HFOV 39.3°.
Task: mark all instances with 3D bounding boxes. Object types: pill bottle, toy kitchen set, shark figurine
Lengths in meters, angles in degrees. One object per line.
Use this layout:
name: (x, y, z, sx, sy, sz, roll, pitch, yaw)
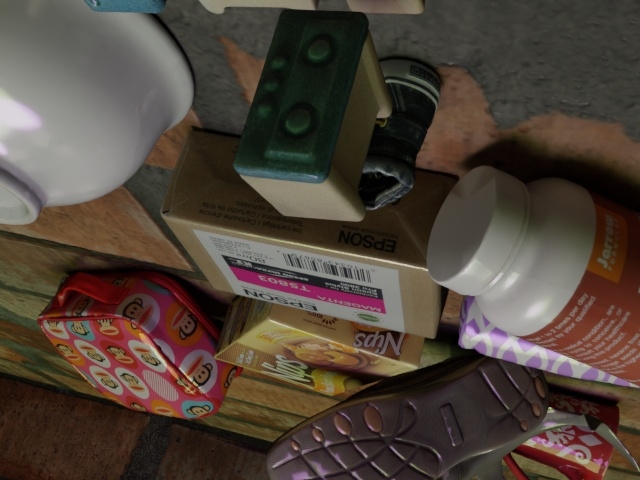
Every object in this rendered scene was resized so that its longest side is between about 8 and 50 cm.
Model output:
pill bottle: (0.194, 0.027, 0.664, 0.216, 0.121, 0.121, 22, 160, -17)
toy kitchen set: (-0.072, -0.111, 0.427, 0.207, 0.166, 0.122, 7, 159, 24)
shark figurine: (0.248, 0.274, 1.153, 0.278, 0.166, 0.116, -20, 109, 8)

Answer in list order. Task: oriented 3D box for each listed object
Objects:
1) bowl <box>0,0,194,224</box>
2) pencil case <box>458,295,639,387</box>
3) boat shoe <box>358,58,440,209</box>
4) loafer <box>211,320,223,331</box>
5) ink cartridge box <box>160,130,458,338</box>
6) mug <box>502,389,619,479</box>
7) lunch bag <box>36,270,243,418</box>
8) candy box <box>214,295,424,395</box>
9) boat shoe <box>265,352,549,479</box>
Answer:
bowl: (-0.252, -0.100, 0.656, 0.297, 0.134, 0.298, 14, 161, 5)
pencil case: (0.230, 0.083, 0.852, 0.206, 0.086, 0.088, 14, -165, 12)
boat shoe: (0.003, -0.063, 0.624, 0.065, 0.083, 0.183, 28, 158, -30)
loafer: (-0.224, 0.176, 1.474, 0.076, 0.078, 0.223, 31, 156, -36)
ink cartridge box: (0.000, 0.000, 0.798, 0.234, 0.088, 0.193, 11, 159, 13)
mug: (0.304, 0.263, 1.215, 0.169, 0.150, 0.113, 17, 122, 11)
lunch bag: (-0.281, 0.140, 1.313, 0.293, 0.120, 0.258, -3, 134, 43)
candy box: (-0.010, 0.116, 1.124, 0.182, 0.088, 0.316, 20, 161, -12)
boat shoe: (0.104, 0.232, 1.105, 0.355, 0.132, 0.130, -15, -178, -9)
